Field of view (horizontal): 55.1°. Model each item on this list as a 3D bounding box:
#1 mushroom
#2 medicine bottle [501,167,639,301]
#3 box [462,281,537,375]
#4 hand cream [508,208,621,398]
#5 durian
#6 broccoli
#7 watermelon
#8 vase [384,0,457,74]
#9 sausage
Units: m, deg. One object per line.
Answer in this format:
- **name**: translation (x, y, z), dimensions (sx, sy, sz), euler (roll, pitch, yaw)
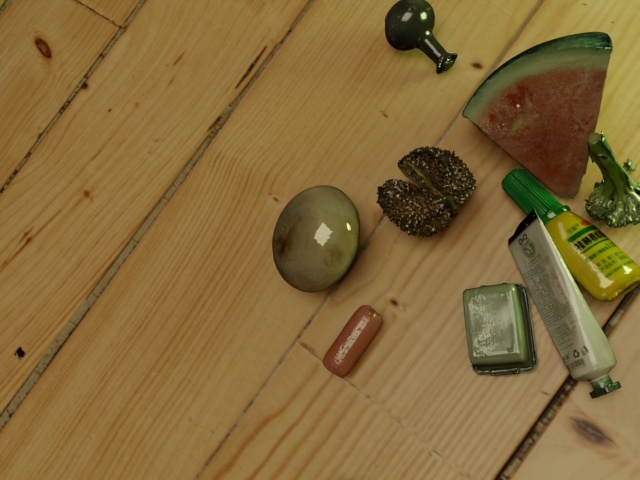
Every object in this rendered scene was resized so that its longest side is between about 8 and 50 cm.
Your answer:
- **mushroom**: translation (0.000, 0.000, 1.278), dimensions (0.226, 0.178, 0.226), euler (-35, 41, 37)
- **medicine bottle**: translation (0.453, -0.018, 1.143), dimensions (0.111, 0.076, 0.309), euler (-20, 56, -25)
- **box**: translation (0.323, 0.158, 1.128), dimensions (0.124, 0.093, 0.172), euler (-11, 70, 24)
- **hand cream**: translation (0.431, 0.114, 1.102), dimensions (0.076, 0.121, 0.336), euler (-13, 68, -20)
- **durian**: translation (0.213, -0.094, 1.210), dimensions (0.196, 0.167, 0.196), euler (-35, 46, 45)
- **broccoli**: translation (0.516, -0.113, 1.088), dimensions (0.122, 0.204, 0.118), euler (-34, 33, 10)
- **watermelon**: translation (0.416, -0.248, 1.141), dimensions (0.283, 0.250, 0.292), euler (-25, 62, 19)
- **vase**: translation (0.226, -0.448, 1.358), dimensions (0.120, 0.120, 0.183), euler (-40, 78, 6)
- **sausage**: translation (0.066, 0.202, 1.238), dimensions (0.062, 0.062, 0.154), euler (34, 88, 27)
